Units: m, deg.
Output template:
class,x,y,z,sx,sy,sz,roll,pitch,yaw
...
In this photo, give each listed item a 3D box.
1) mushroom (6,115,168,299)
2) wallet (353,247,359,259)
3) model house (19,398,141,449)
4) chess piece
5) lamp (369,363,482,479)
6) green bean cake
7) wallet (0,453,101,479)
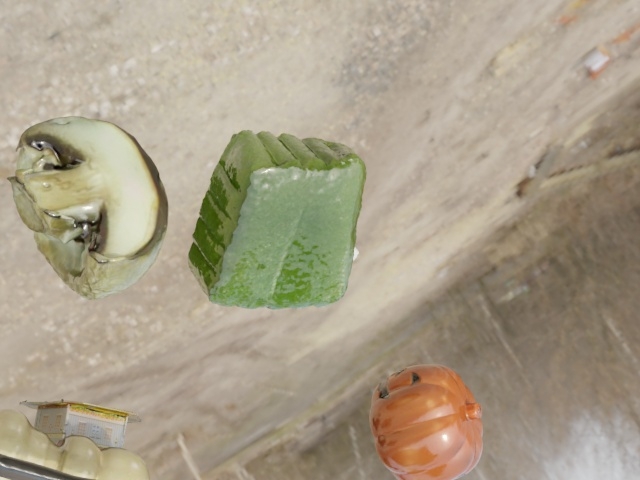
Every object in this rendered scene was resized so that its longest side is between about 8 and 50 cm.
class,x,y,z,sx,sy,sz,roll,pitch,yaw
mushroom,-0.330,-0.039,1.374,0.189,0.267,0.164,-35,161,-35
wallet,0.000,0.000,1.981,0.095,0.033,0.190,-49,126,-7
model house,-0.431,0.374,1.715,0.207,0.136,0.219,-11,154,40
chess piece,-0.422,0.370,1.511,0.300,0.167,0.167,20,144,-19
lamp,0.170,0.279,1.445,0.164,0.187,0.187,-22,174,23
green bean cake,-0.051,-0.028,1.302,0.222,0.125,0.248,3,121,-29
wallet,-0.337,0.321,1.254,0.285,0.030,0.146,24,159,-28
